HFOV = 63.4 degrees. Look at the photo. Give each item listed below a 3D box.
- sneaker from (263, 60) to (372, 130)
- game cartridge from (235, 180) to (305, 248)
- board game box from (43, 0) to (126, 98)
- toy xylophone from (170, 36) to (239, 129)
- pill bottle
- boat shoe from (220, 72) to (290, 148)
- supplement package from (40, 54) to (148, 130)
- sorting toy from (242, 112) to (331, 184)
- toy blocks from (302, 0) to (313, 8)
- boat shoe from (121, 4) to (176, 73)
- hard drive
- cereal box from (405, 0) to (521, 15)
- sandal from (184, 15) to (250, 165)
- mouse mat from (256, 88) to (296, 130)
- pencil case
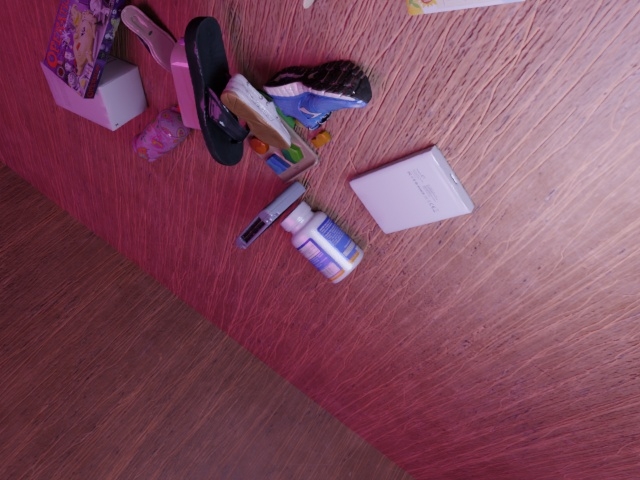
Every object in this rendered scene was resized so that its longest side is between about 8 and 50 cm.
[{"bbox_3d":[0.005,-0.368,1.341,0.330,0.129,0.147,17,148,43],"label":"sneaker"},{"bbox_3d":[-0.166,-0.086,1.735,0.062,0.198,0.297,43,145,-6],"label":"game cartridge"},{"bbox_3d":[-0.739,-0.647,1.612,0.208,0.056,0.346,41,118,17],"label":"board game box"},{"bbox_3d":[-0.343,-0.448,1.588,0.236,0.081,0.322,19,141,4],"label":"toy xylophone"},{"bbox_3d":[0.000,0.000,1.720,0.272,0.152,0.152,45,146,-6],"label":"pill bottle"},{"bbox_3d":[-0.158,-0.354,1.434,0.098,0.096,0.277,6,159,32],"label":"boat shoe"},{"bbox_3d":[-0.790,-0.544,1.824,0.293,0.175,0.177,26,142,19],"label":"supplement package"},{"bbox_3d":[-0.111,-0.299,1.570,0.229,0.041,0.307,49,145,-14],"label":"sorting toy"},{"bbox_3d":[-0.072,-0.617,1.171,0.148,0.054,0.123,36,146,7],"label":"toy blocks"},{"bbox_3d":[-0.502,-0.613,1.584,0.233,0.084,0.079,48,-176,-24],"label":"boat shoe"},{"bbox_3d":[0.244,-0.130,1.439,0.308,0.040,0.203,-15,119,51],"label":"hard drive"},{"bbox_3d":[0.262,-0.525,0.966,0.240,0.047,0.173,10,136,35],"label":"cereal box"},{"bbox_3d":[-0.264,-0.382,1.430,0.107,0.167,0.445,12,139,17],"label":"sandal"},{"bbox_3d":[-0.145,-0.356,1.581,0.153,0.007,0.189,34,147,8],"label":"mouse mat"},{"bbox_3d":[-0.577,-0.380,1.870,0.284,0.124,0.124,-17,117,50],"label":"pencil case"}]
